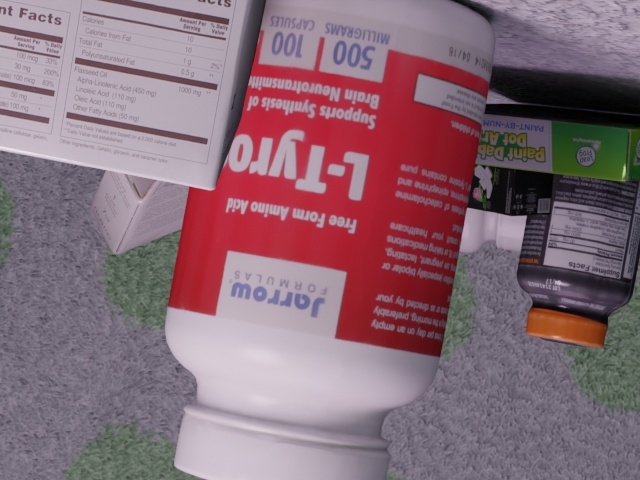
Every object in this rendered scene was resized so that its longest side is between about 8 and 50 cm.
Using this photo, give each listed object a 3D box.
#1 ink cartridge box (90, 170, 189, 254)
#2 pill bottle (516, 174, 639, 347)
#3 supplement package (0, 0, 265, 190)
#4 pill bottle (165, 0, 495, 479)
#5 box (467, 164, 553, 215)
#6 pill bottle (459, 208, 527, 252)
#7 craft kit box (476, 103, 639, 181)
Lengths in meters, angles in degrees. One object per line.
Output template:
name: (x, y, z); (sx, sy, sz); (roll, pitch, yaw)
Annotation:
ink cartridge box: (-0.056, -0.105, 1.910); (0.296, 0.066, 0.261); (-22, 167, -25)
pill bottle: (0.287, -0.008, 2.180); (0.130, 0.245, 0.130); (11, 178, 0)
supplement package: (-0.143, -0.144, 1.284); (0.204, 0.145, 0.262); (10, -166, -1)
pill bottle: (0.000, 0.000, 1.629); (0.229, 0.407, 0.229); (10, 178, 0)
box: (0.184, -0.055, 2.009); (0.062, 0.052, 0.083); (-2, -170, -42)
pill bottle: (0.127, -0.073, 2.363); (0.283, 0.161, 0.161); (10, 178, 11)
craft kit box: (0.243, -0.100, 1.980); (0.250, 0.061, 0.247); (8, -169, 32)
